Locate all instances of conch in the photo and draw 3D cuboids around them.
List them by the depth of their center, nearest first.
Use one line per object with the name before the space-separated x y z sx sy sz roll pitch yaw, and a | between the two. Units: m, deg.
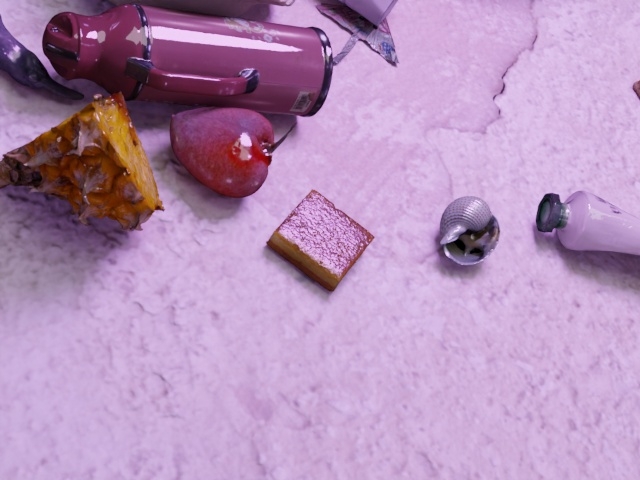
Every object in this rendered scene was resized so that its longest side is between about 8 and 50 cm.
conch | 0.174 -0.010 1.458 0.085 0.056 0.076 -42 99 -11

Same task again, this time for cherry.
cherry | -0.103 -0.104 1.370 0.126 0.087 0.106 27 53 19

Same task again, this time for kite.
kite | 0.049 -0.275 1.624 0.139 0.011 0.157 33 47 4

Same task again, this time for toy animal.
toy animal | -0.429 -0.287 1.339 0.367 0.081 0.206 54 29 15

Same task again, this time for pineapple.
pineapple | -0.249 -0.058 1.248 0.164 0.250 0.140 -28 99 -7

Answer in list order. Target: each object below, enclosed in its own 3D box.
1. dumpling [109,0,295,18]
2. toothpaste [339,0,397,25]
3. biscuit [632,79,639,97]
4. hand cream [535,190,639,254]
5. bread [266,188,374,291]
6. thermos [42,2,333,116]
dumpling | -0.173 -0.391 1.510 0.395 0.233 0.315 47 16 29
toothpaste | -0.049 -0.429 1.630 0.371 0.125 0.080 38 89 1
biscuit | 0.558 -0.154 1.775 0.131 0.025 0.231 -12 62 -33
hand cream | 0.437 0.004 1.554 0.336 0.121 0.076 14 96 -14
bread | 0.000 0.000 1.377 0.094 0.035 0.090 37 49 2
thermos | -0.152 -0.197 1.387 0.330 0.109 0.136 2 58 -29
